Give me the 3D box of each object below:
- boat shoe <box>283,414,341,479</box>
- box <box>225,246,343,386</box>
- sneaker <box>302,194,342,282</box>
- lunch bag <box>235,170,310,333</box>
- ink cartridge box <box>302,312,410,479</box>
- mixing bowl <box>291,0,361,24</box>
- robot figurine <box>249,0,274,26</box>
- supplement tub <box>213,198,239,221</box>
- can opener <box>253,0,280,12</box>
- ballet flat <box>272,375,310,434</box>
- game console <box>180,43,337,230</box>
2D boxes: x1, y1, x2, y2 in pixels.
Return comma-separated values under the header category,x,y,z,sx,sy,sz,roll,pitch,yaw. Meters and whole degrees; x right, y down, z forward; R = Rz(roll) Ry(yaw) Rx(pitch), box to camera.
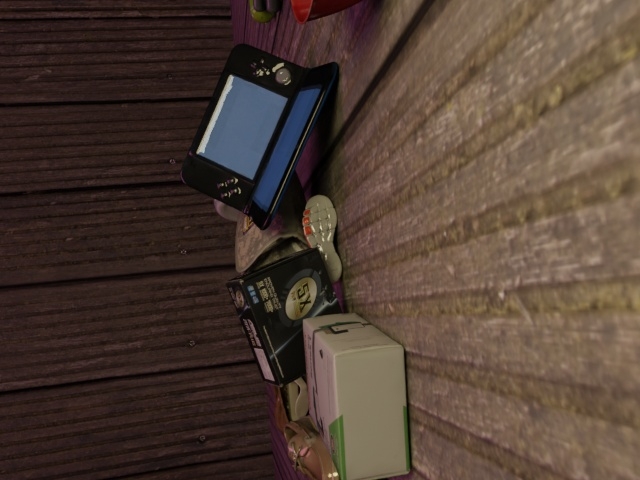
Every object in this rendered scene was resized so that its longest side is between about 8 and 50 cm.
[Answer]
category,x,y,z,sx,sy,sz,roll,pitch,yaw
boat shoe,-0.020,0.455,1.122,0.302,0.098,0.109,-162,67,-78
box,-0.048,0.121,0.865,0.077,0.147,0.180,-14,96,61
sneaker,0.000,0.000,0.941,0.065,0.061,0.158,116,149,-80
lunch bag,-0.089,0.017,1.090,0.235,0.168,0.287,-98,11,-49
ink cartridge box,0.041,0.199,0.730,0.219,0.092,0.161,-169,75,-78
mixing bowl,0.024,-0.332,0.573,0.181,0.098,0.182,174,90,-79
robot figurine,-0.156,-0.634,1.415,0.101,0.066,0.115,16,-114,-73
supplement tub,-0.219,-0.242,1.547,0.207,0.206,0.338,108,154,-63
can opener,-0.122,-0.696,1.265,0.093,0.074,0.281,-47,-36,-57
ballet flat,-0.076,0.350,1.380,0.124,0.116,0.343,-4,91,58
game console,-0.121,-0.195,0.928,0.293,0.250,0.173,-65,-11,4
